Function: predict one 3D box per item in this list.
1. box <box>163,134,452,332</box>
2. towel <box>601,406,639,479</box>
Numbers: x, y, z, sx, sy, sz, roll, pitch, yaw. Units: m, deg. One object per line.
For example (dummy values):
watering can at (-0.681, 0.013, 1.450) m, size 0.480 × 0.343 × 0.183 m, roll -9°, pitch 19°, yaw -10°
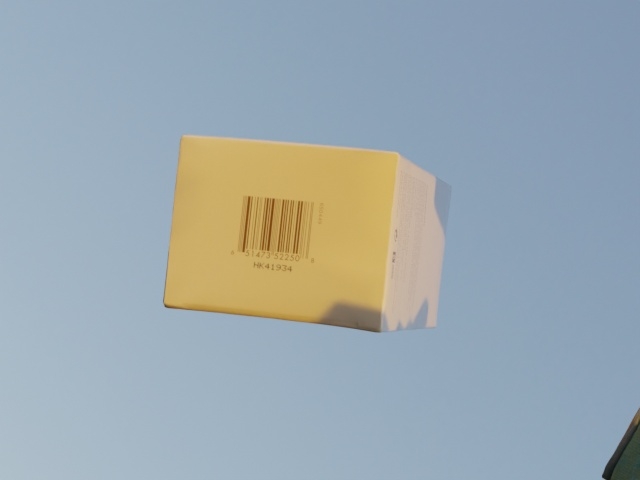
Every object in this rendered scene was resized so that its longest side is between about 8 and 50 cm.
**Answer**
box at (0.000, 0.000, 1.476) m, size 0.215 × 0.168 × 0.345 m, roll 5°, pitch -1°, yaw 14°
towel at (0.478, 0.141, 1.373) m, size 0.271 × 0.370 × 0.040 m, roll 30°, pitch -11°, yaw 15°
